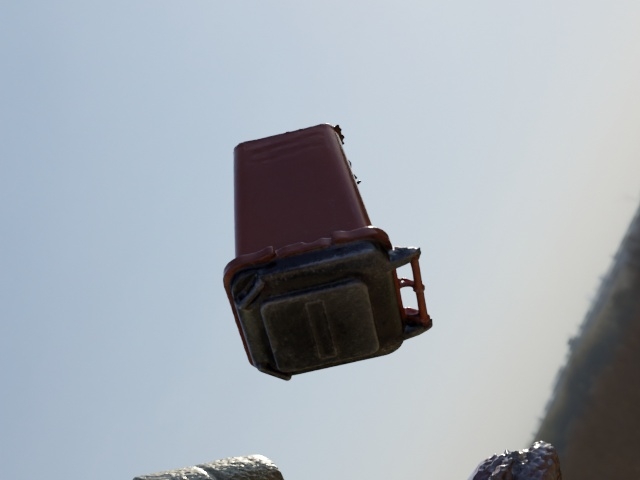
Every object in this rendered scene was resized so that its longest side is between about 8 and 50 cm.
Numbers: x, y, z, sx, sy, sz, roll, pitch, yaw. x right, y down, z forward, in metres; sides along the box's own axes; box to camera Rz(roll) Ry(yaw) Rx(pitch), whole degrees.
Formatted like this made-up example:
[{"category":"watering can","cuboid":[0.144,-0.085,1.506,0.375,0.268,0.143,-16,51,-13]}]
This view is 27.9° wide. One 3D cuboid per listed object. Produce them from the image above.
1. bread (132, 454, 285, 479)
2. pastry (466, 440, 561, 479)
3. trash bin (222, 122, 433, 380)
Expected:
[{"category":"bread","cuboid":[-0.109,0.292,1.249,0.141,0.134,0.148,-6,-56,-28]},{"category":"pastry","cuboid":[0.132,0.273,0.977,0.265,0.112,0.103,-82,-8,-45]},{"category":"trash bin","cuboid":[0.000,0.000,1.278,0.239,0.184,0.161,-99,-3,-46]}]
